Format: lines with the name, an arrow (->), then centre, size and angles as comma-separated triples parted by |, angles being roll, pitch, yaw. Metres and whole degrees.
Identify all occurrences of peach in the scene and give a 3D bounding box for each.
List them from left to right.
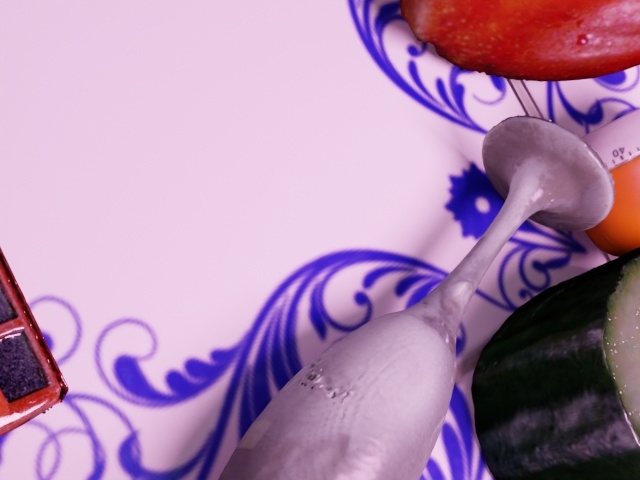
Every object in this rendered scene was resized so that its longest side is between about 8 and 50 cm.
peach -> 0.209, -0.263, 0.703 | 0.362, 0.201, 0.257 | -39, 93, -29

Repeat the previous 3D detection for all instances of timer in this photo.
timer -> 0.240, -0.034, 0.701 | 0.136, 0.099, 0.136 | 3, 73, -11

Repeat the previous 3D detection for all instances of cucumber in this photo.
cucumber -> 0.199, 0.095, 0.632 | 0.191, 0.130, 0.191 | 12, 65, -28

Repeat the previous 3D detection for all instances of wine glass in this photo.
wine glass -> 0.000, 0.000, 0.591 | 0.264, 0.096, 0.309 | 42, 62, 0

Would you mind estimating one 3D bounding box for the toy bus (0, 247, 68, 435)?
toy bus -> -0.217, -0.003, 0.499 | 0.096, 0.073, 0.235 | -21, 84, -38
